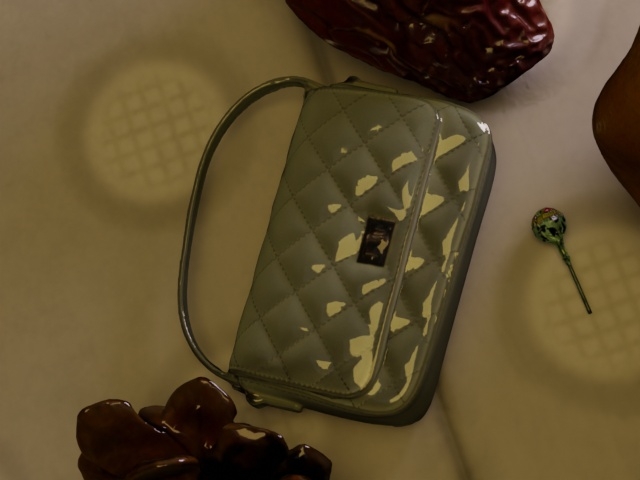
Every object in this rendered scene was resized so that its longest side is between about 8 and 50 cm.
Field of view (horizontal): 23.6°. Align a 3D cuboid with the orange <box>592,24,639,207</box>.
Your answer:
[{"bbox_3d":[0.292,-0.075,1.001,0.248,0.249,0.183,-2,71,8],"label":"orange"}]

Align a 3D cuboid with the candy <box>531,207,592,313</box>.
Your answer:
[{"bbox_3d":[0.176,0.015,1.109,0.023,0.025,0.083,-28,80,46],"label":"candy"}]

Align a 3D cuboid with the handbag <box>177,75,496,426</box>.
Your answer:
[{"bbox_3d":[0.000,0.000,1.112,0.219,0.079,0.256,13,78,15],"label":"handbag"}]

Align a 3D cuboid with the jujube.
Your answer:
[{"bbox_3d":[0.063,-0.201,1.116,0.168,0.168,0.236,-45,91,-3],"label":"jujube"}]

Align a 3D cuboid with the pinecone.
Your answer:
[{"bbox_3d":[-0.079,0.216,1.011,0.228,0.202,0.201,5,46,9],"label":"pinecone"}]
